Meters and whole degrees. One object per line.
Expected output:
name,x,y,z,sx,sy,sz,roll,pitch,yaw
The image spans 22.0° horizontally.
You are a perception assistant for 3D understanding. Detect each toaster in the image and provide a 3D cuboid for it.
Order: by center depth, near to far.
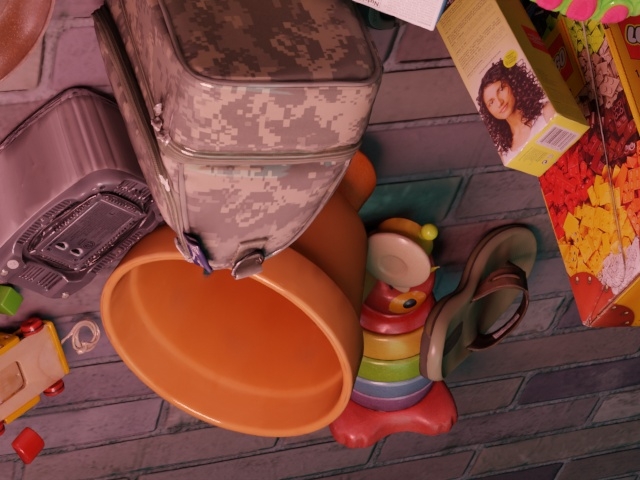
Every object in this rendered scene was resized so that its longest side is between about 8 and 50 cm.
toaster,-0.260,-0.057,1.734,0.227,0.146,0.129,-39,143,23

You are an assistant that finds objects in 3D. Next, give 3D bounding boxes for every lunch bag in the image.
lunch bag,-0.092,-0.151,1.567,0.212,0.305,0.256,-6,141,-22

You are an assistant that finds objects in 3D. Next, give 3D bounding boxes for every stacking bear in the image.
stacking bear,0.090,0.108,2.149,0.175,0.164,0.289,-9,132,-11

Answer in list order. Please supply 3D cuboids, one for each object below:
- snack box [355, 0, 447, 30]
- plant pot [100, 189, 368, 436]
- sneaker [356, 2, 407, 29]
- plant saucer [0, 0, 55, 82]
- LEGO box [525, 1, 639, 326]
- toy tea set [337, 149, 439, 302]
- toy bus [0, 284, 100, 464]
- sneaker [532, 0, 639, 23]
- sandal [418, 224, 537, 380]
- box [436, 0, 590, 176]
snack box,-0.020,-0.321,1.434,0.321,0.060,0.187,22,139,4
plant pot,-0.073,0.048,1.828,0.290,0.203,0.291,14,140,12
sneaker,0.119,-0.310,1.666,0.267,0.106,0.101,-28,146,-29
plant saucer,-0.400,-0.229,1.512,0.310,0.050,0.311,-15,146,-11
LEGO box,0.499,-0.110,1.849,0.500,0.373,0.193,1,149,-23
toy tea set,0.000,0.000,1.997,0.200,0.124,0.336,39,139,-16
toy bus,-0.392,0.157,1.980,0.104,0.191,0.202,7,166,40
sneaker,0.146,-0.374,1.537,0.482,0.202,0.185,26,143,-29
sandal,0.220,0.090,2.128,0.086,0.303,0.120,9,126,27
box,0.199,-0.183,1.752,0.058,0.232,0.087,15,129,-38
